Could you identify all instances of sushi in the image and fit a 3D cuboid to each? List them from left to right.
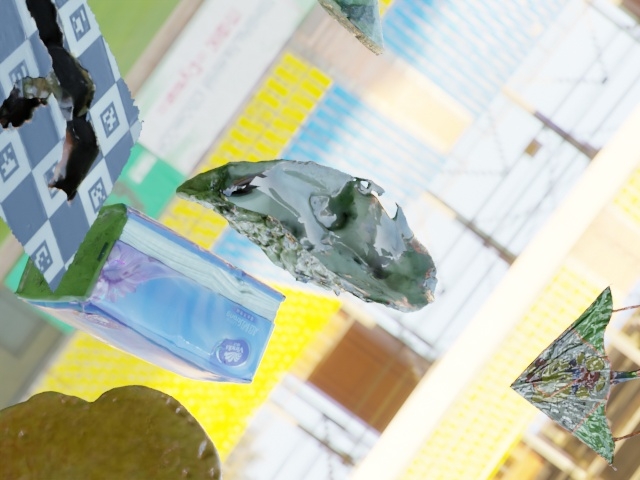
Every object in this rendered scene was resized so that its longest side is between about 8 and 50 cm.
[{"bbox_3d":[-0.225,-0.118,1.130,0.193,0.043,0.279,-67,149,-33],"label":"sushi"}]

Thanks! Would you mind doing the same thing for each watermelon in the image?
[{"bbox_3d":[0.014,-0.279,1.720,0.081,0.180,0.094,-45,-171,-26],"label":"watermelon"}]

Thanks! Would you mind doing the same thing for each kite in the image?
[{"bbox_3d":[0.308,0.135,1.541,0.006,0.244,0.198,-94,177,-75],"label":"kite"}]

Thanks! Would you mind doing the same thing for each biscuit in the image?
[{"bbox_3d":[-0.272,0.298,1.614,0.376,0.269,0.051,-32,167,-24],"label":"biscuit"}]

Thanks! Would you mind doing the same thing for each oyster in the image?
[{"bbox_3d":[0.001,-0.001,1.605,0.252,0.199,0.087,-9,159,-31],"label":"oyster"}]

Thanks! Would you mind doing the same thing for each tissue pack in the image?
[{"bbox_3d":[-0.215,0.069,1.955,0.198,0.263,0.146,0,-116,51],"label":"tissue pack"}]
